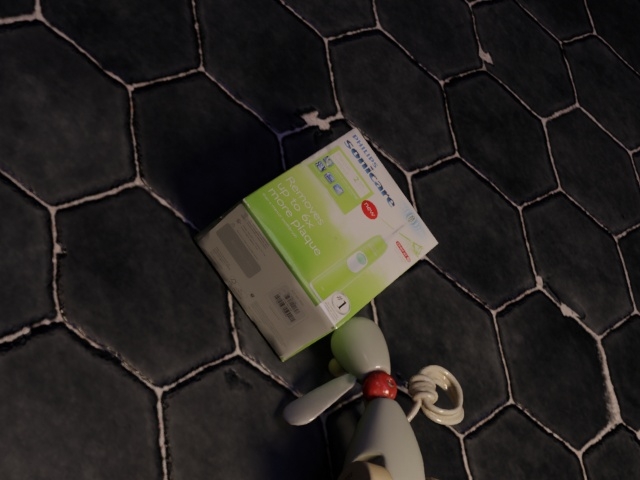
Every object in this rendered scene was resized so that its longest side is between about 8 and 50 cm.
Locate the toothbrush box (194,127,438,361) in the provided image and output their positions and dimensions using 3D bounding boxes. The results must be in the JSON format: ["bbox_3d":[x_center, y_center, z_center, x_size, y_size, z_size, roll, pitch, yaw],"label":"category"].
[{"bbox_3d":[0.000,0.000,1.749,0.206,0.122,0.283,55,40,0],"label":"toothbrush box"}]

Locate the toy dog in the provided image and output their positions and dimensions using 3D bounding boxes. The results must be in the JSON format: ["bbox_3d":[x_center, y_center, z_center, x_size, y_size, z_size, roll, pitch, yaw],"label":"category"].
[{"bbox_3d":[0.056,0.270,1.636,0.220,0.161,0.334,36,30,-16],"label":"toy dog"}]
